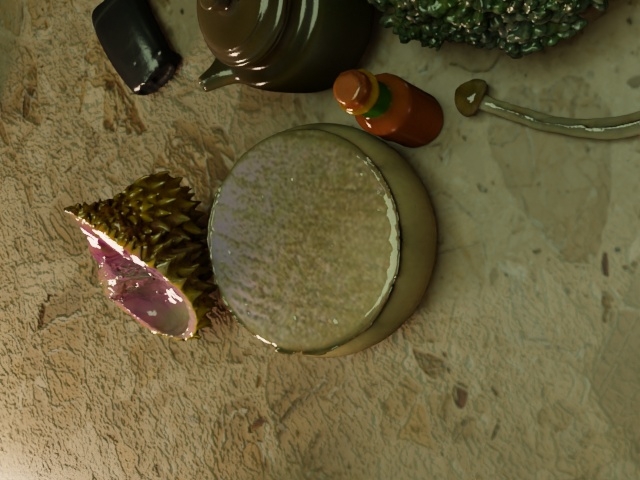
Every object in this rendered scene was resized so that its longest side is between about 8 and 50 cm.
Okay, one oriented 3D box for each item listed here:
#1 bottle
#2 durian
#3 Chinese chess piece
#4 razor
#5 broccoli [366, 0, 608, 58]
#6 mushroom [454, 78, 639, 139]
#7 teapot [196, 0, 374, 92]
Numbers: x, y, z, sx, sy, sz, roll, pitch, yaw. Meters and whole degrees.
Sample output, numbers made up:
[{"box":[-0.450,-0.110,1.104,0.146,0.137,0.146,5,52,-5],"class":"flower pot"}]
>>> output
[{"box":[0.069,-0.142,0.771,0.069,0.187,0.069,-2,87,27],"class":"bottle"},{"box":[-0.191,0.037,0.906,0.153,0.260,0.187,-32,86,-21],"class":"durian"},{"box":[0.000,0.000,0.849,0.270,0.112,0.270,0,89,28],"class":"Chinese chess piece"},{"box":[-0.258,-0.276,1.014,0.090,0.054,0.148,-38,73,26],"class":"razor"},{"box":[0.149,-0.312,0.718,0.288,0.246,0.248,34,145,-17],"class":"broccoli"},{"box":[0.286,-0.140,0.746,0.306,0.043,0.068,3,116,26],"class":"mushroom"},{"box":[-0.052,-0.270,0.816,0.186,0.175,0.268,51,125,23],"class":"teapot"}]
